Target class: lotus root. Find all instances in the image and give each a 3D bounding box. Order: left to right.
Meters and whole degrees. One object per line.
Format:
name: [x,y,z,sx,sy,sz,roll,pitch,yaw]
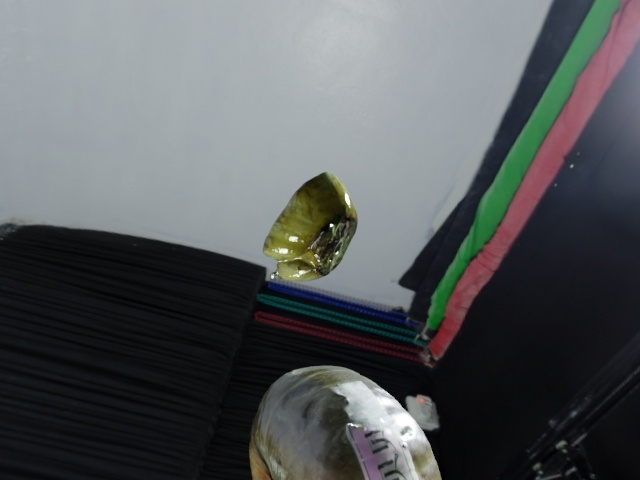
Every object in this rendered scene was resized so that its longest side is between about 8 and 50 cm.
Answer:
lotus root: [0.002,-0.004,0.675,0.183,0.078,0.204,19,104,-56]

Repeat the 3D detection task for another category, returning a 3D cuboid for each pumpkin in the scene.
pumpkin: [0.000,0.265,0.430,0.260,0.189,0.260,180,-90,-65]
